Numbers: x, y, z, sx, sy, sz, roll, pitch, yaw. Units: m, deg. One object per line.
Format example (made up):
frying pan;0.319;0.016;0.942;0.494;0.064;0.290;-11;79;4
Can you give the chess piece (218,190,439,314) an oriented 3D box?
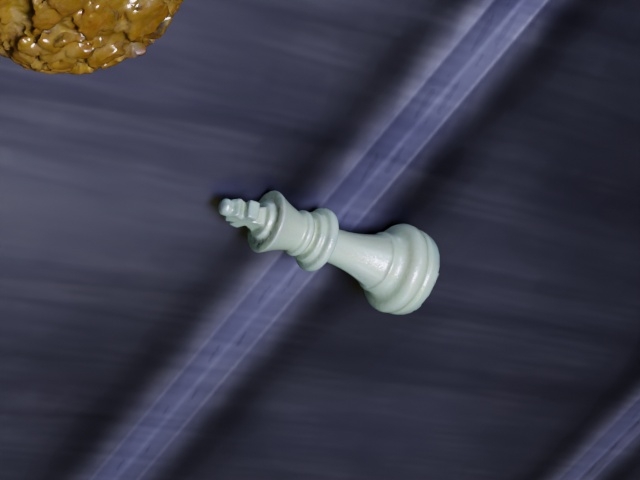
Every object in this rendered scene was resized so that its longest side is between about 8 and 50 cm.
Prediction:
chess piece;0.000;0.000;0.959;0.149;0.059;0.059;20;117;-29

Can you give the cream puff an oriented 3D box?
cream puff;-0.117;-0.141;0.739;0.126;0.103;0.144;1;133;-28
